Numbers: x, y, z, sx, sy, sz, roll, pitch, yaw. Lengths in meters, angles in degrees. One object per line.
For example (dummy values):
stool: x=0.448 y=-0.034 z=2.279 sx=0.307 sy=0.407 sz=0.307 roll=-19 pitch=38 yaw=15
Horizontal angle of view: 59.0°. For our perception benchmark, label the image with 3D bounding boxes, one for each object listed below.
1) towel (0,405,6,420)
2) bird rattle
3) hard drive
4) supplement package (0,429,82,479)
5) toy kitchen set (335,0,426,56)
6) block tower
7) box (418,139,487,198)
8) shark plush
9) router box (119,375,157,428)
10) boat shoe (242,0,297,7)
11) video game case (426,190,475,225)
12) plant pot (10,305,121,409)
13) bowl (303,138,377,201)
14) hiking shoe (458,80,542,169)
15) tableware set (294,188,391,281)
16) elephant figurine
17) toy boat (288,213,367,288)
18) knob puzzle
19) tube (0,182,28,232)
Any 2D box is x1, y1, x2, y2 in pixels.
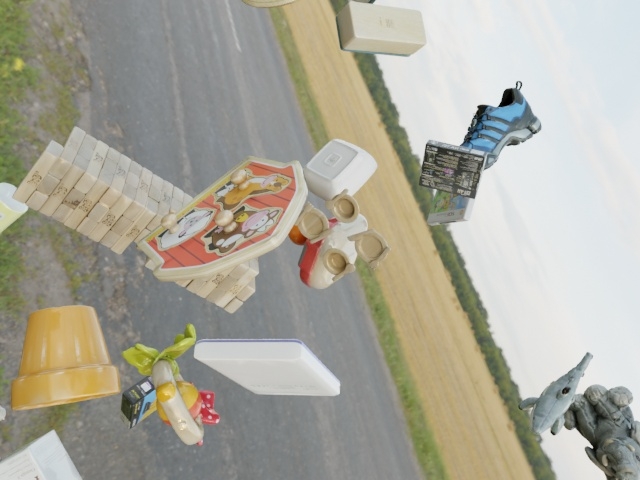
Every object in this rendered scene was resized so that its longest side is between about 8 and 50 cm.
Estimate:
towel: x=-0.851 y=0.355 z=1.230 sx=0.049 sy=0.283 sz=0.187 roll=-88 pitch=159 yaw=-46
bird rattle: x=-0.274 y=0.301 z=1.067 sx=0.207 sy=0.143 sz=0.253 roll=-136 pitch=-148 yaw=-67
hard drive: x=-0.096 y=0.269 z=1.172 sx=0.318 sy=0.211 sz=0.040 roll=61 pitch=30 yaw=-60
supplement package: x=-0.463 y=0.429 z=0.936 sx=0.179 sy=0.105 sz=0.105 roll=60 pitch=-5 yaw=0
toy kitchen set: x=0.046 y=-0.357 z=0.848 sx=0.166 sy=0.122 sz=0.206 roll=-20 pitch=-103 yaw=61
block tower: x=-0.234 y=-0.025 z=0.795 sx=0.336 sy=0.091 sz=0.097 roll=33 pitch=25 yaw=-29
box: x=0.184 y=-0.100 z=0.794 sx=0.018 sy=0.083 sz=0.067 roll=-50 pitch=150 yaw=-51
shark plush: x=0.402 y=0.257 z=0.928 sx=0.073 sy=0.161 sz=0.067 roll=51 pitch=-1 yaw=24
router box: x=-0.426 y=0.385 z=1.405 sx=0.046 sy=0.133 sz=0.178 roll=46 pitch=-37 yaw=14
boat shoe: x=-0.076 y=-0.309 z=0.641 sx=0.170 sy=0.063 sz=0.059 roll=30 pitch=-29 yaw=37
video game case: x=0.382 y=-0.149 z=1.589 sx=0.023 sy=0.212 sz=0.193 roll=21 pitch=-9 yaw=-18
plant pot: x=-0.532 y=0.239 z=1.178 sx=0.205 sy=0.205 sz=0.187 roll=35 pitch=43 yaw=-71
bowl: x=0.033 y=-0.159 z=1.227 sx=0.142 sy=0.142 sz=0.053 roll=34 pitch=-15 yaw=40
hiking shoe: x=0.380 y=-0.251 z=1.344 sx=0.132 sy=0.304 sz=0.113 roll=60 pitch=-20 yaw=-14
tableware set: x=0.036 y=-0.008 z=1.015 sx=0.168 sy=0.141 sz=0.020 roll=55 pitch=35 yaw=-4
elephant figurine: x=0.622 y=0.439 z=1.186 sx=0.239 sy=0.186 sz=0.169 roll=-100 pitch=-161 yaw=-51
toy boat: x=0.000 y=0.000 z=1.212 sx=0.151 sy=0.150 sz=0.231 roll=27 pitch=21 yaw=17
knob puzzle: x=-0.096 y=-0.030 z=0.581 sx=0.213 sy=0.213 sz=0.030 roll=-97 pitch=162 yaw=-57
tube: x=-0.607 y=-0.010 z=0.970 sx=0.062 sy=0.240 sz=0.070 roll=44 pitch=18 yaw=-41
